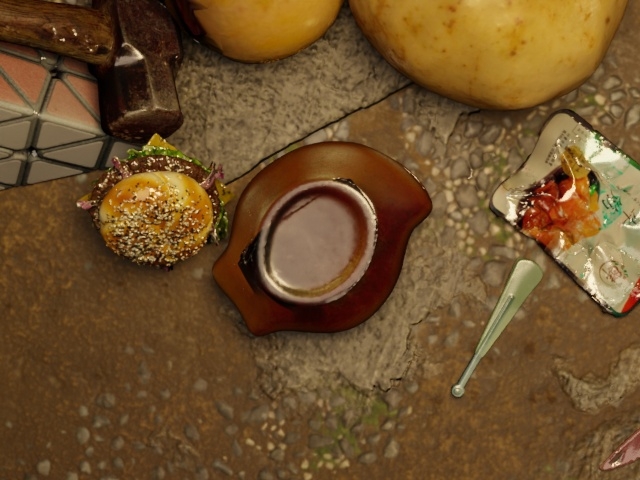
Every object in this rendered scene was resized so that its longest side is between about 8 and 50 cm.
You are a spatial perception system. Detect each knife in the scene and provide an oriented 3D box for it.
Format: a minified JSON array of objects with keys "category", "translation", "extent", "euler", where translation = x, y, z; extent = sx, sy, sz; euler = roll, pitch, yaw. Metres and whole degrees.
[{"category":"knife","translation":[0.442,0.208,1.428],"extent":[0.247,0.018,0.035],"euler":[-40,90,9]}]

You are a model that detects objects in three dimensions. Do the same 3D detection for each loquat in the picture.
[{"category":"loquat","translation":[-0.077,-0.320,1.366],"extent":[0.235,0.235,0.235],"euler":[0,92,6]}]

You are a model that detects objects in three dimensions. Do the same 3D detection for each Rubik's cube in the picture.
[{"category":"Rubik's cube","translation":[-0.362,-0.169,1.443],"extent":[0.233,0.229,0.228],"euler":[-39,131,-28]}]

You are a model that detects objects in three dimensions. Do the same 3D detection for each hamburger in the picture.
[{"category":"hamburger","translation":[-0.192,-0.033,1.414],"extent":[0.189,0.093,0.164],"euler":[22,125,-34]}]

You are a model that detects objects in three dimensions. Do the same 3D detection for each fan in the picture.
[{"category":"fan","translation":[0.215,0.110,1.448],"extent":[0.038,0.016,0.193],"euler":[29,94,3]}]

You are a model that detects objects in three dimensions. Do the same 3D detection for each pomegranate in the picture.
[{"category":"pomegranate","translation":[0.190,-0.312,1.281],"extent":[0.342,0.342,0.342],"euler":[0,92,6]}]

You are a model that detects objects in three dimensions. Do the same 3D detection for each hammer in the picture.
[{"category":"hammer","translation":[-0.342,-0.248,1.315],"extent":[0.095,0.409,0.242],"euler":[-29,65,46]}]

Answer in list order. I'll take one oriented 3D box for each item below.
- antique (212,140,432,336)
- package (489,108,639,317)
[{"category":"antique","translation":[0.000,0.000,1.413],"extent":[0.278,0.129,0.223],"euler":[-31,90,9]},{"category":"package","translation":[0.330,-0.035,1.421],"extent":[0.232,0.040,0.166],"euler":[42,95,2]}]
